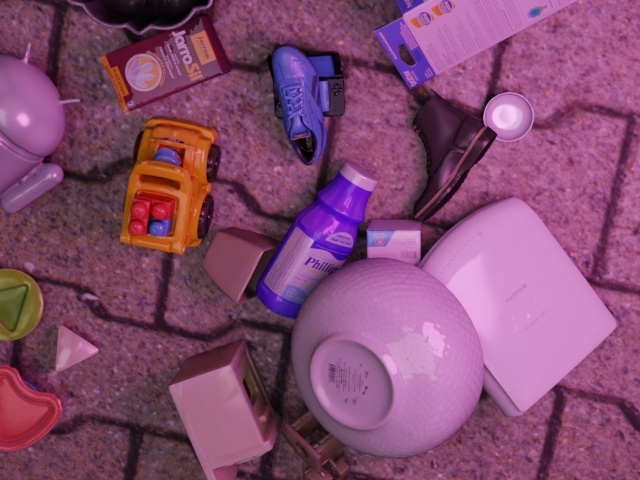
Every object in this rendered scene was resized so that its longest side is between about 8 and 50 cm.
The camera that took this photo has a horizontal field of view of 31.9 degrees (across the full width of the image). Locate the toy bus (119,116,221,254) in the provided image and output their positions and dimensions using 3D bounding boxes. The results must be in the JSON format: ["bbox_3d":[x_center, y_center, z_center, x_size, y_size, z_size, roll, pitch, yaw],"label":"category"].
[{"bbox_3d":[-0.266,-0.085,1.882,0.149,0.211,0.220,12,103,5],"label":"toy bus"}]

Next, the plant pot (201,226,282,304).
[{"bbox_3d":[-0.143,0.035,1.954,0.096,0.109,0.109,30,105,12],"label":"plant pot"}]

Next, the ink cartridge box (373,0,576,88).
[{"bbox_3d":[0.242,-0.375,1.778,0.311,0.186,0.065,-29,59,10],"label":"ink cartridge box"}]

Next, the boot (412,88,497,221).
[{"bbox_3d":[0.188,-0.143,1.901,0.137,0.077,0.198,40,105,10],"label":"boot"}]

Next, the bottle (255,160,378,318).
[{"bbox_3d":[0.000,0.000,1.921,0.092,0.118,0.283,44,108,40],"label":"bottle"}]

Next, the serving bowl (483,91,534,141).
[{"bbox_3d":[0.315,-0.208,1.882,0.083,0.027,0.083,1,103,5],"label":"serving bowl"}]

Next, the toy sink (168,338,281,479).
[{"bbox_3d":[-0.154,0.317,1.993,0.131,0.153,0.234,-20,99,10],"label":"toy sink"}]

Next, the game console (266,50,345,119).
[{"bbox_3d":[-0.024,-0.259,1.884,0.122,0.071,0.107,-2,96,7],"label":"game console"}]

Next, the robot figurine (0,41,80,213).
[{"bbox_3d":[-0.577,-0.178,1.898,0.353,0.200,0.300,-37,117,13],"label":"robot figurine"}]

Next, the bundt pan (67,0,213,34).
[{"bbox_3d":[-0.281,-0.506,1.829,0.330,0.124,0.331,2,104,7],"label":"bundt pan"}]

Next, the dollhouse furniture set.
[{"bbox_3d":[0.032,0.348,2.038,0.182,0.161,0.101,-35,57,-24],"label":"dollhouse furniture set"}]

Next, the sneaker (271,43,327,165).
[{"bbox_3d":[-0.034,-0.221,1.855,0.069,0.082,0.209,-7,124,12],"label":"sneaker"}]

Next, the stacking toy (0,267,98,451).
[{"bbox_3d":[-0.587,0.214,2.066,0.309,0.130,0.279,45,77,-8],"label":"stacking toy"}]

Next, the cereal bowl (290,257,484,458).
[{"bbox_3d":[0.086,0.207,1.816,0.339,0.141,0.339,12,113,29],"label":"cereal bowl"}]

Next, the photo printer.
[{"bbox_3d":[0.315,0.099,1.876,0.256,0.107,0.307,-39,97,-13],"label":"photo printer"}]

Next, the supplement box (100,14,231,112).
[{"bbox_3d":[-0.260,-0.299,1.896,0.188,0.081,0.104,-20,100,10],"label":"supplement box"}]

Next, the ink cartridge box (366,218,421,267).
[{"bbox_3d":[0.128,0.042,1.929,0.092,0.090,0.143,1,104,6],"label":"ink cartridge box"}]
